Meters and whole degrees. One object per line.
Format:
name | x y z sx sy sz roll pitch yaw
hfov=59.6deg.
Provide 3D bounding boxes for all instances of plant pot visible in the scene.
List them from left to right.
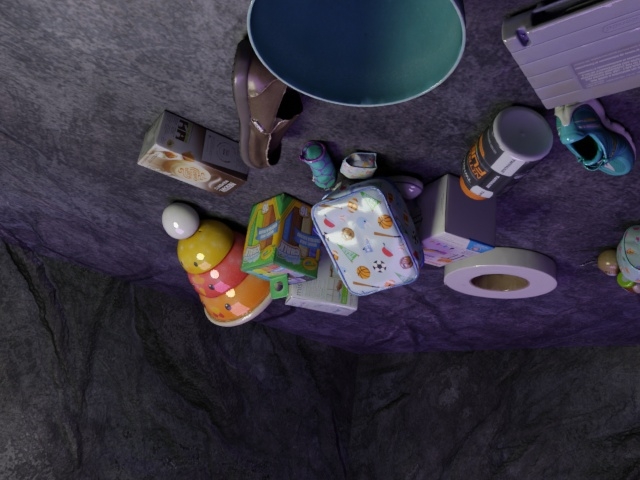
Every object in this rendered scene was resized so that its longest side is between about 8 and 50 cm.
plant pot | 0.057 -0.353 0.782 0.290 0.195 0.290 6 159 2

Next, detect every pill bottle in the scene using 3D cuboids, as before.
pill bottle | 0.390 -0.175 1.226 0.130 0.130 0.246 9 159 -4

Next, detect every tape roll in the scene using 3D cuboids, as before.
tape roll | 0.640 0.123 2.007 0.392 0.072 0.392 7 160 3

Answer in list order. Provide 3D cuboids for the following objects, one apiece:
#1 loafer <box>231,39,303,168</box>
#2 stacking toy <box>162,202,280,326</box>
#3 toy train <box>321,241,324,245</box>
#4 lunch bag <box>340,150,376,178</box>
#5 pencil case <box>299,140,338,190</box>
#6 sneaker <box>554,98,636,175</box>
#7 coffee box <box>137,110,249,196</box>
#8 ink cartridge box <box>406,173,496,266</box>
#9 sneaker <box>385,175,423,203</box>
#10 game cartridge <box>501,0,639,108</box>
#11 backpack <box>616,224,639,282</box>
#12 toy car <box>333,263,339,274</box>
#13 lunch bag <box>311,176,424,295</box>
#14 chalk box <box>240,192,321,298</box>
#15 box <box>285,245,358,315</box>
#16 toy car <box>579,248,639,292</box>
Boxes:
loafer | -0.103 -0.259 1.176 0.130 0.134 0.366 7 160 2
stacking toy | -0.385 0.044 1.950 0.350 0.351 0.480 -7 137 35
toy train | 0.000 0.000 1.850 0.158 0.036 0.027 -29 159 -16
lunch bag | 0.095 -0.190 1.405 0.083 0.053 0.071 -1 162 -6
pencil case | -0.002 -0.190 1.421 0.070 0.064 0.152 -21 154 5
sneaker | 0.561 -0.191 1.154 0.275 0.110 0.107 23 155 -36
coffee box | -0.316 -0.213 1.422 0.246 0.098 0.141 20 156 -30
ink cartridge box | 0.336 -0.046 1.531 0.171 0.168 0.232 16 159 -23
sneaker | 0.164 -0.073 1.538 0.102 0.161 0.282 24 153 -34
game cartridge | 0.502 -0.330 0.885 0.355 0.068 0.230 -9 157 38
backpack | 0.923 0.033 1.533 0.188 0.166 0.144 -3 156 20
toy car | 0.182 -0.001 1.714 0.219 0.210 0.238 12 145 -44
lunch bag | 0.118 -0.013 1.452 0.243 0.115 0.303 -17 107 30
chalk box | -0.120 0.033 1.730 0.179 0.289 0.180 23 154 -36
box | 0.015 0.103 1.908 0.231 0.262 0.127 11 160 -10
toy car | 0.915 0.085 1.736 0.155 0.149 0.188 10 173 -35
